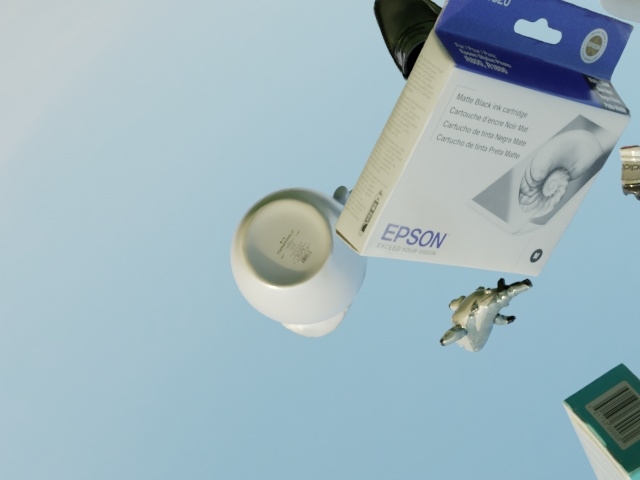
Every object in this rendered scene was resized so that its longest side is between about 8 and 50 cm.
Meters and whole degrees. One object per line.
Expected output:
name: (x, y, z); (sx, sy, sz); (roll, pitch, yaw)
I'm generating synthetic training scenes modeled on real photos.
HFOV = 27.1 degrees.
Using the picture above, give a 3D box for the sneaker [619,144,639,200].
sneaker: (0.447, -0.077, 1.733); (0.063, 0.170, 0.075); (9, -91, 50)

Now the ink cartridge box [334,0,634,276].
ink cartridge box: (0.144, -0.081, 1.035); (0.045, 0.223, 0.224); (43, -64, 42)

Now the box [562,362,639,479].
box: (0.279, 0.218, 1.074); (0.060, 0.244, 0.100); (-32, -144, -3)

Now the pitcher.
pitcher: (0.000, 0.000, 1.268); (0.178, 0.125, 0.207); (-59, 166, -5)

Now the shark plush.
shark plush: (0.217, 0.086, 1.684); (0.161, 0.067, 0.073); (-51, -166, 35)

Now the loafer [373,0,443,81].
loafer: (0.114, -0.189, 1.350); (0.076, 0.078, 0.223); (-41, -125, 15)

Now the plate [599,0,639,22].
plate: (0.320, -0.298, 1.054); (0.277, 0.045, 0.278); (-135, -122, -63)
